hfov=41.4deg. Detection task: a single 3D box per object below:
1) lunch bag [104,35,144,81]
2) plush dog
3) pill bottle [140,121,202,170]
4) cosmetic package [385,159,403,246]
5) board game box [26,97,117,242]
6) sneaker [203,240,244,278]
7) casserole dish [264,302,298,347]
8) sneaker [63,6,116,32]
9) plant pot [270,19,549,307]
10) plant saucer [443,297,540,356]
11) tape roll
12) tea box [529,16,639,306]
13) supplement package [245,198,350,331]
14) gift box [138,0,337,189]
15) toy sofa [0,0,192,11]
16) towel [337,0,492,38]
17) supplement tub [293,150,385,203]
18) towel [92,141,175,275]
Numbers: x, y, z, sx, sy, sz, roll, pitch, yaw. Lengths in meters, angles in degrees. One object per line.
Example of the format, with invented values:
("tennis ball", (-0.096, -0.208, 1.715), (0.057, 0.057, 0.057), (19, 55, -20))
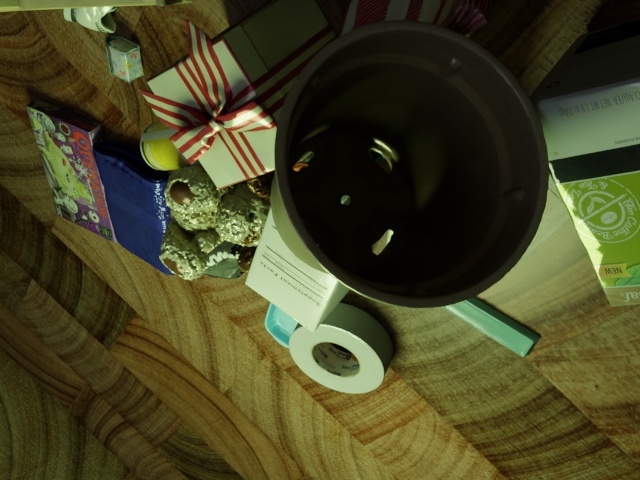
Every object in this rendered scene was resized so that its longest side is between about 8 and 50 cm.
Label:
("lunch bag", (-0.404, -0.368, 1.710), (0.083, 0.053, 0.071), (32, 140, 29))
("plush dog", (-0.194, -0.057, 1.734), (0.226, 0.210, 0.262), (12, 125, -1))
("pill bottle", (-0.273, -0.199, 1.712), (0.184, 0.103, 0.103), (-2, 124, 42))
("cosmetic package", (0.202, -0.108, 1.339), (0.113, 0.160, 0.309), (27, 140, 19))
("board game box", (-0.595, -0.166, 2.075), (0.208, 0.056, 0.346), (19, 136, 21))
("sneaker", (-0.185, 0.034, 1.883), (0.234, 0.078, 0.106), (-15, 142, 31))
("casserole dish", (-0.065, 0.180, 1.942), (0.114, 0.037, 0.188), (34, 142, 11))
("sneaker", (-0.419, -0.496, 1.592), (0.095, 0.090, 0.235), (25, 143, -1))
("plant pot", (0.070, -0.073, 1.104), (0.334, 0.334, 0.305), (48, 164, -6))
("plant saucer", (0.316, 0.153, 1.598), (0.192, 0.018, 0.067), (32, 141, 15))
("tape roll", (0.045, 0.234, 1.836), (0.219, 0.072, 0.219), (15, 137, 15))
("tea box", (0.485, -0.112, 1.034), (0.329, 0.220, 0.323), (-9, 119, 46))
("supplement package", (0.000, 0.000, 1.600), (0.175, 0.177, 0.293), (35, 142, 9))
("gift box", (-0.126, -0.258, 1.404), (0.255, 0.258, 0.276), (-20, 112, 48))
("toy sofa", (-0.407, -0.477, 1.460), (0.363, 0.177, 0.150), (1, 108, 12))
("towel", (0.118, -0.322, 1.156), (0.037, 0.237, 0.329), (32, 148, -26))
("supplement tub", (0.028, -0.134, 1.438), (0.117, 0.190, 0.117), (24, 139, 23))
("towel", (-0.415, -0.078, 1.985), (0.228, 0.076, 0.308), (30, 141, 28))
